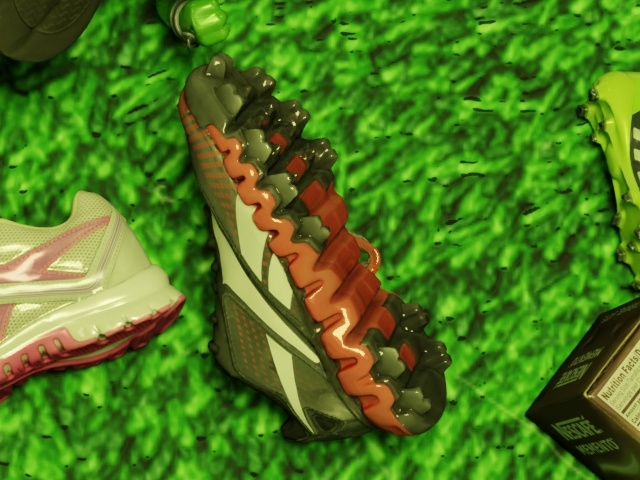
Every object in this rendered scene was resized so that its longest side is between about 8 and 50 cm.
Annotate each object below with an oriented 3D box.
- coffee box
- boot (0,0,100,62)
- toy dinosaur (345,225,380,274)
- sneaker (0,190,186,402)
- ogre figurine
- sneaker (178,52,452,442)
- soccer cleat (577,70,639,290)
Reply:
[{"bbox_3d":[0.273,0.152,0.937,0.246,0.141,0.098,40,75,3],"label":"coffee box"},{"bbox_3d":[-0.227,-0.318,0.892,0.284,0.138,0.377,17,92,29],"label":"boot"},{"bbox_3d":[0.000,0.000,0.964,0.082,0.090,0.047,11,67,36],"label":"toy dinosaur"},{"bbox_3d":[-0.221,0.047,0.912,0.252,0.103,0.111,-21,78,-19],"label":"sneaker"},{"bbox_3d":[-0.109,-0.213,0.970,0.097,0.118,0.197,-41,85,-10],"label":"ogre figurine"},{"bbox_3d":[-0.031,0.019,0.917,0.135,0.097,0.276,-24,102,28],"label":"sneaker"},{"bbox_3d":[0.241,-0.040,1.016,0.072,0.060,0.179,-9,76,-12],"label":"soccer cleat"}]
